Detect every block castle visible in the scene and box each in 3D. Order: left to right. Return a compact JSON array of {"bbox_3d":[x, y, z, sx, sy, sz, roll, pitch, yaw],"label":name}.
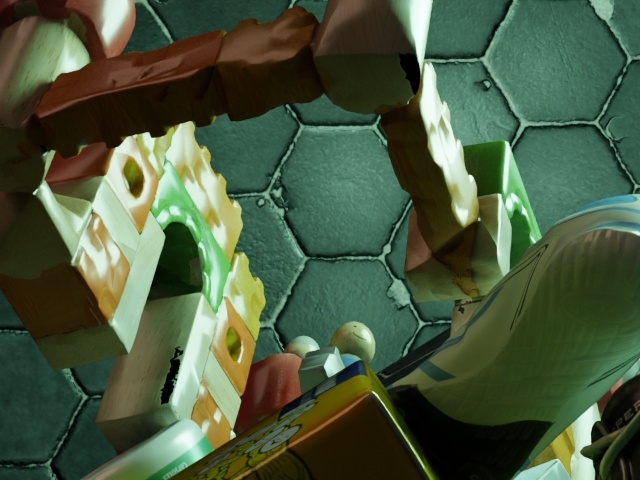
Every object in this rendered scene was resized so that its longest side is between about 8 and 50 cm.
[{"bbox_3d":[0.000,0.000,0.948,0.303,0.453,0.213,-11,40,20],"label":"block castle"}]

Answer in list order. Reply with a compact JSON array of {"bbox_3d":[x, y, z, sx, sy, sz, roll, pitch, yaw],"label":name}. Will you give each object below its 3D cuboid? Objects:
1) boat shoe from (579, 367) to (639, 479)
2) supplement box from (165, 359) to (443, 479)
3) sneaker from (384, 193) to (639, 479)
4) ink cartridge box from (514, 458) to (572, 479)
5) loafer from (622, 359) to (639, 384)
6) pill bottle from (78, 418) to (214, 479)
[{"bbox_3d":[0.173,0.120,0.715,0.121,0.119,0.335,-32,-1,15],"label":"boat shoe"},{"bbox_3d":[-0.078,0.232,0.692,0.356,0.195,0.194,-31,-1,0],"label":"supplement box"},{"bbox_3d":[0.106,0.065,0.793,0.237,0.085,0.086,-46,-7,33],"label":"sneaker"},{"bbox_3d":[0.101,0.184,0.827,0.052,0.088,0.122,-30,-1,-44],"label":"ink cartridge box"},{"bbox_3d":[0.142,0.151,1.291,0.319,0.111,0.112,-32,-1,11],"label":"loafer"},{"bbox_3d":[-0.071,0.221,0.885,0.117,0.208,0.117,-32,-1,-1],"label":"pill bottle"}]
